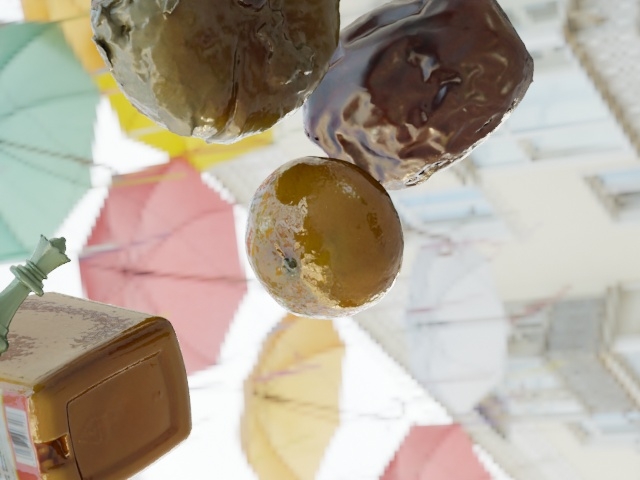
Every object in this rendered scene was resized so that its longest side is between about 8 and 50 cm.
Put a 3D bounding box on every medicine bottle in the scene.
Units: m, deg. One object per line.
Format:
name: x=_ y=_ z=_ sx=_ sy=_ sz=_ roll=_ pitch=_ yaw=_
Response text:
medicine bottle: x=-0.223 y=0.113 z=1.341 sx=0.149 sy=0.222 sz=0.112 roll=-28 pitch=-62 yaw=-42

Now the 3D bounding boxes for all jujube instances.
jujube: x=0.096 y=-0.159 z=1.834 sx=0.183 sy=0.243 sz=0.183 roll=53 pitch=-169 yaw=-15

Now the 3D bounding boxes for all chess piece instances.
chess piece: x=-0.203 y=0.033 z=1.182 sx=0.093 sy=0.042 sz=0.042 roll=-50 pitch=-44 yaw=-7

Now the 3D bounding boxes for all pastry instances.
pastry: x=-0.080 y=-0.206 z=1.558 sx=0.236 sy=0.120 sz=0.257 roll=36 pitch=-111 yaw=-37

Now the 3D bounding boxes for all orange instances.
orange: x=0.000 y=0.000 z=1.627 sx=0.124 sy=0.156 sz=0.156 roll=-47 pitch=-56 yaw=-48
